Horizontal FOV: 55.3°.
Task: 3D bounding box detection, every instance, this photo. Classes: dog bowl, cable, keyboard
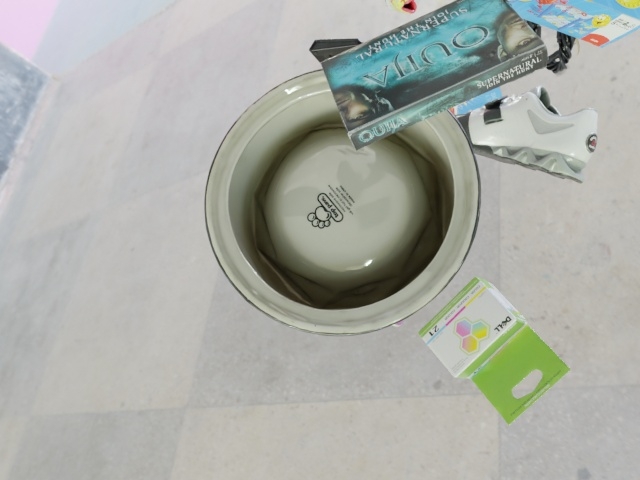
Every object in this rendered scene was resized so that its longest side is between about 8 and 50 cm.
[{"bbox_3d":[0.037,-0.053,0.956,0.408,0.150,0.408,-2,79,9],"label":"dog bowl"},{"bbox_3d":[0.482,-0.444,1.292,0.047,0.184,0.150,-20,50,-9],"label":"cable"},{"bbox_3d":[0.081,-0.304,1.233,0.201,0.317,0.033,6,72,36],"label":"keyboard"}]

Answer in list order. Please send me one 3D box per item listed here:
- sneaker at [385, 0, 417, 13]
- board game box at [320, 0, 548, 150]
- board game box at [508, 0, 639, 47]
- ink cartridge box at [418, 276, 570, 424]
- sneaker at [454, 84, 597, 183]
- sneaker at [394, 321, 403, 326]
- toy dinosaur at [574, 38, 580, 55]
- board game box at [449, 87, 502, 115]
[{"bbox_3d":[0.218,-0.707,1.712,0.094,0.208,0.081,39,99,29],"label":"sneaker"},{"bbox_3d":[0.100,-0.167,0.579,0.186,0.026,0.126,-23,46,8],"label":"board game box"},{"bbox_3d":[0.290,-0.448,0.783,0.086,0.302,0.308,169,114,-76],"label":"board game box"},{"bbox_3d":[0.369,0.235,1.310,0.189,0.097,0.255,-48,55,14],"label":"ink cartridge box"},{"bbox_3d":[0.356,-0.217,1.133,0.330,0.122,0.146,25,101,41],"label":"sneaker"},{"bbox_3d":[0.116,0.166,1.635,0.104,0.236,0.095,-17,47,49],"label":"sneaker"},{"bbox_3d":[0.728,-0.604,1.767,0.053,0.183,0.093,-35,27,27],"label":"toy dinosaur"},{"bbox_3d":[0.347,-0.427,1.645,0.242,0.316,0.064,-20,50,18],"label":"board game box"}]
